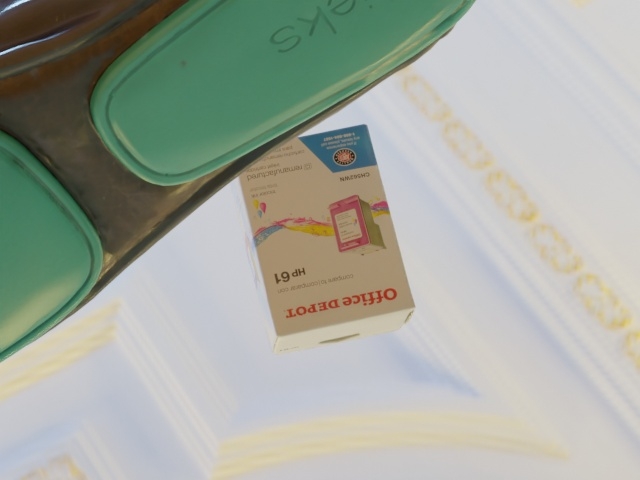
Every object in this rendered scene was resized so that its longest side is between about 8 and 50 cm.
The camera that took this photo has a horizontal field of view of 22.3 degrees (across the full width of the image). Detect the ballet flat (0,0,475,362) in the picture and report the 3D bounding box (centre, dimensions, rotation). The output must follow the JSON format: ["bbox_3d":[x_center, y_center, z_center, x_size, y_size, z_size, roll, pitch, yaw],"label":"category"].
[{"bbox_3d":[-0.058,-0.027,0.351,0.203,0.074,0.074,-33,-119,0],"label":"ballet flat"}]

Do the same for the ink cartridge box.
[{"bbox_3d":[0.000,0.000,0.994,0.088,0.052,0.122,-12,-103,-9],"label":"ink cartridge box"}]
